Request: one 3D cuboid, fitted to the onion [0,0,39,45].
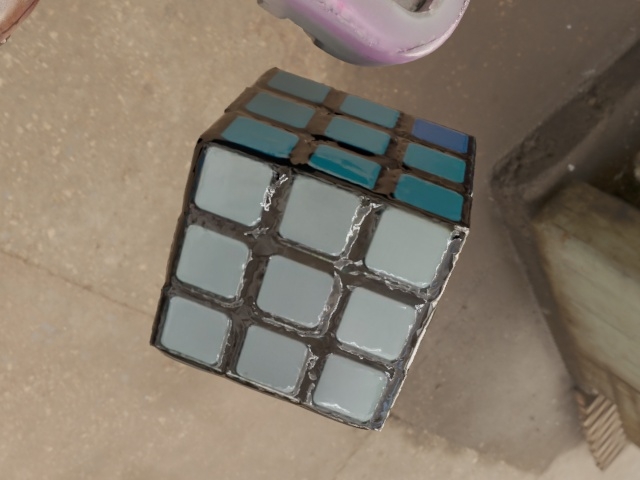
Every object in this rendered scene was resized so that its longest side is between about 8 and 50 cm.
[{"bbox_3d":[-0.365,-0.248,0.698,0.252,0.252,0.219,-49,129,-1],"label":"onion"}]

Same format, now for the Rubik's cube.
[{"bbox_3d":[0.000,0.000,0.532,0.162,0.160,0.163,-66,175,-63],"label":"Rubik's cube"}]

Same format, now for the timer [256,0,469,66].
[{"bbox_3d":[0.014,-0.216,0.468,0.208,0.069,0.191,29,80,-31],"label":"timer"}]
